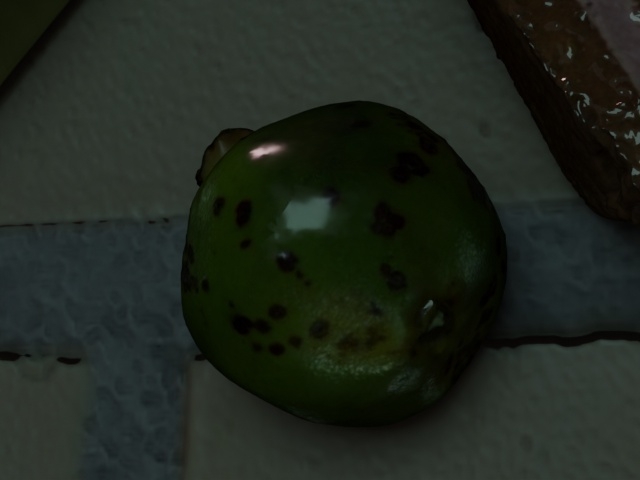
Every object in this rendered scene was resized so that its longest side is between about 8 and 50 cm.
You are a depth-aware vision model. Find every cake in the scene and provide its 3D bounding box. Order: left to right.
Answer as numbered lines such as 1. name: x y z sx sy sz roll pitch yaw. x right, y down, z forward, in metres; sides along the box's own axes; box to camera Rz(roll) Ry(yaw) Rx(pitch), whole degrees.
1. cake: 0.117 -0.132 0.861 0.116 0.113 0.295 -24 67 -3

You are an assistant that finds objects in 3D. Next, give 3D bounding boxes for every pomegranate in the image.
1. pomegranate: -0.004 -0.001 0.843 0.169 0.122 0.143 43 100 25

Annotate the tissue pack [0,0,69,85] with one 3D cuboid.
1. tissue pack: -0.194 -0.189 0.983 0.159 0.125 0.234 33 80 26
